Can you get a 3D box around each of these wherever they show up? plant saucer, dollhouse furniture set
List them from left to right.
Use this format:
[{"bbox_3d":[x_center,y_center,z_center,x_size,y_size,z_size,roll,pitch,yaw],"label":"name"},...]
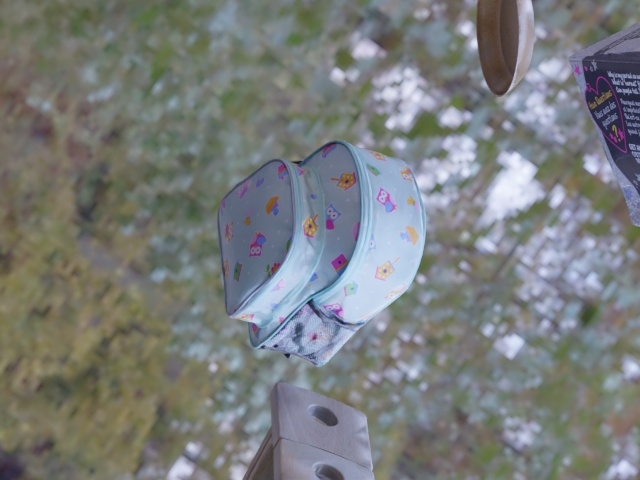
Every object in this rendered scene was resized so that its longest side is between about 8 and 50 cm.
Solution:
[{"bbox_3d":[0.031,0.201,1.086,0.129,0.184,0.129,-95,-150,-60],"label":"dollhouse furniture set"},{"bbox_3d":[0.114,-0.129,1.034,0.083,0.015,0.083,176,-90,-78],"label":"plant saucer"}]

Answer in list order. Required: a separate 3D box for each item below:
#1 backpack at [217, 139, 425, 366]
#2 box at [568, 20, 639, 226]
[{"bbox_3d":[0.000,0.000,1.529,0.188,0.144,0.165,-33,-133,34],"label":"backpack"},{"bbox_3d":[0.324,-0.116,1.164,0.247,0.142,0.163,-26,-167,-11],"label":"box"}]
